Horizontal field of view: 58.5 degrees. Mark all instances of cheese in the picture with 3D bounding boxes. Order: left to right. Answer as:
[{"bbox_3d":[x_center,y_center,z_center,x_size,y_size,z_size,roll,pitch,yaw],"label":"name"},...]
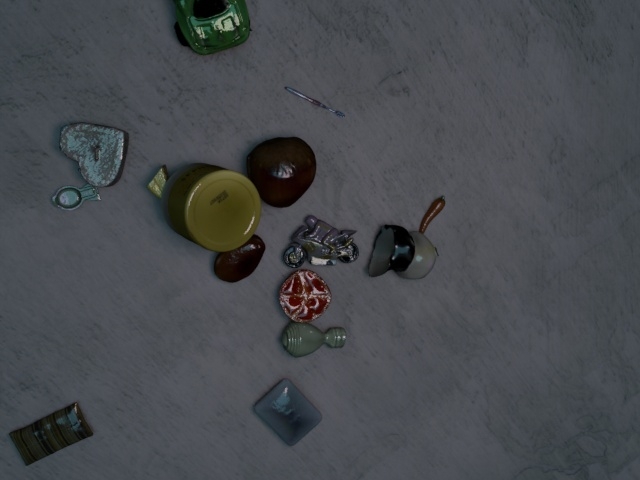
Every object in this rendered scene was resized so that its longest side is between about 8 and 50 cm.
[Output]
[{"bbox_3d":[-0.678,-0.122,1.584,0.121,0.026,0.067,-18,98,-15],"label":"cheese"}]

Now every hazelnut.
[{"bbox_3d":[-0.106,-0.182,1.597,0.208,0.208,0.208,-1,96,-9],"label":"hazelnut"}]

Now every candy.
[{"bbox_3d":[-0.096,0.514,1.712,0.138,0.071,0.174,-42,99,-2],"label":"candy"}]

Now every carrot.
[{"bbox_3d":[0.338,-0.077,1.743,0.035,0.035,0.142,33,97,-10],"label":"carrot"}]

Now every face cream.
[{"bbox_3d":[-0.292,-0.091,1.530,0.218,0.179,0.218,-10,107,-33],"label":"face cream"}]

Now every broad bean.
[{"bbox_3d":[-0.232,0.051,1.641,0.114,0.084,0.165,36,96,-13],"label":"broad bean"}]

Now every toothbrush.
[{"bbox_3d":[-0.016,-0.403,1.664,0.193,0.019,0.013,24,92,-8],"label":"toothbrush"}]

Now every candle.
[{"bbox_3d":[-0.601,-0.249,1.562,0.168,0.068,0.192,-34,99,-4],"label":"candle"}]

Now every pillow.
[{"bbox_3d":[-0.766,0.553,1.630,0.203,0.038,0.113,-25,98,-6],"label":"pillow"}]

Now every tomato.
[{"bbox_3d":[-0.051,0.165,1.686,0.156,0.069,0.155,0,88,-10],"label":"tomato"}]

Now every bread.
[{"bbox_3d":[-0.421,-0.146,1.592,0.109,0.084,0.080,41,90,-10],"label":"bread"}]

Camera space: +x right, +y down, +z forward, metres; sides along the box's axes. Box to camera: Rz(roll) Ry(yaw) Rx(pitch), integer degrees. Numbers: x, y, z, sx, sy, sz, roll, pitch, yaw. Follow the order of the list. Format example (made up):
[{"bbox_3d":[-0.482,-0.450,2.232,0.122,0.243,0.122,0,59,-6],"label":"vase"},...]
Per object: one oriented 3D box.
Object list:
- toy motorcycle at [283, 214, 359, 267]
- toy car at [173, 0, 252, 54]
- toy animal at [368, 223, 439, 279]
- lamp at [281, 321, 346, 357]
[{"bbox_3d":[0.000,0.000,1.678,0.225,0.073,0.152,-4,93,-8],"label":"toy motorcycle"},{"bbox_3d":[-0.318,-0.688,1.510,0.213,0.176,0.358,-18,98,-6],"label":"toy car"},{"bbox_3d":[0.248,0.048,1.697,0.179,0.138,0.166,15,113,-18],"label":"toy animal"},{"bbox_3d":[-0.022,0.292,1.693,0.193,0.106,0.106,3,95,-18],"label":"lamp"}]
